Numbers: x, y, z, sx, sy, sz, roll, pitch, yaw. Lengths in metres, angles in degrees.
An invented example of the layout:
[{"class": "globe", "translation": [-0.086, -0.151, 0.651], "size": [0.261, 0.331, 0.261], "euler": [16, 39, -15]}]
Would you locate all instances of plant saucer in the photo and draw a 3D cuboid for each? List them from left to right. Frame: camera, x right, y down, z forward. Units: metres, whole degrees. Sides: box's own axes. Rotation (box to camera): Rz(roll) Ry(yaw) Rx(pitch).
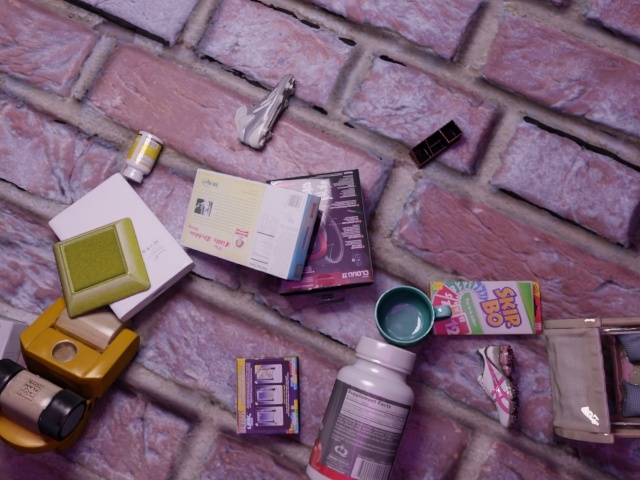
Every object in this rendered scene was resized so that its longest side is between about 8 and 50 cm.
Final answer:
[{"class": "plant saucer", "translation": [-0.495, 0.049, 1.320], "size": [0.188, 0.045, 0.188], "euler": [-21, 68, -7]}]

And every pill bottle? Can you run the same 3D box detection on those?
[{"class": "pill bottle", "translation": [-0.433, -0.200, 1.441], "size": [0.065, 0.065, 0.116], "euler": [23, 82, 5]}, {"class": "pill bottle", "translation": [0.099, 0.377, 1.280], "size": [0.176, 0.176, 0.319], "euler": [19, 82, 4]}]

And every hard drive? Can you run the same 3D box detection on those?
[{"class": "hard drive", "translation": [-0.463, 0.009, 1.382], "size": [0.203, 0.040, 0.307], "euler": [-39, 71, -12]}]

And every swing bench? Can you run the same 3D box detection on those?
[{"class": "swing bench", "translation": [0.636, 0.293, 1.287], "size": [0.254, 0.165, 0.253], "euler": [-3, 81, 1]}]

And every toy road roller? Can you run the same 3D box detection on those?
[{"class": "toy road roller", "translation": [-0.571, 0.313, 1.323], "size": [0.202, 0.241, 0.330], "euler": [25, 45, 5]}]

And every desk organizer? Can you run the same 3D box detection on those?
[{"class": "desk organizer", "translation": [0.277, -0.233, 1.436], "size": [0.130, 0.050, 0.047], "euler": [-36, 82, -4]}]

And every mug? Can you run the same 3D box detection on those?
[{"class": "mug", "translation": [0.201, 0.181, 1.340], "size": [0.157, 0.097, 0.130], "euler": [25, 75, 15]}]

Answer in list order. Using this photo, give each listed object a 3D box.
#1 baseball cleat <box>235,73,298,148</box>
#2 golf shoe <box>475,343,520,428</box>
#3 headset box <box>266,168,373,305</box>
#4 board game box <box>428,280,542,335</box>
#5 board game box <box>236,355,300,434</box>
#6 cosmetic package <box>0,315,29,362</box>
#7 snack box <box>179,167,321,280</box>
[{"class": "baseball cleat", "translation": [-0.142, -0.329, 1.452], "size": [0.109, 0.072, 0.206], "euler": [24, 79, 12]}, {"class": "golf shoe", "translation": [0.401, 0.329, 1.345], "size": [0.085, 0.067, 0.186], "euler": [-10, 82, 29]}, {"class": "headset box", "translation": [0.000, 0.000, 1.375], "size": [0.218, 0.110, 0.293], "euler": [-8, 81, 1]}, {"class": "board game box", "translation": [0.385, 0.157, 1.382], "size": [0.259, 0.039, 0.124], "euler": [-1, 82, -1]}, {"class": "board game box", "translation": [-0.119, 0.351, 1.355], "size": [0.141, 0.048, 0.170], "euler": [-2, 81, 3]}, {"class": "cosmetic package", "translation": [-0.773, 0.288, 1.364], "size": [0.117, 0.085, 0.231], "euler": [12, 83, 3]}, {"class": "snack box", "translation": [-0.165, -0.041, 1.330], "size": [0.321, 0.060, 0.187], "euler": [16, 92, 31]}]
